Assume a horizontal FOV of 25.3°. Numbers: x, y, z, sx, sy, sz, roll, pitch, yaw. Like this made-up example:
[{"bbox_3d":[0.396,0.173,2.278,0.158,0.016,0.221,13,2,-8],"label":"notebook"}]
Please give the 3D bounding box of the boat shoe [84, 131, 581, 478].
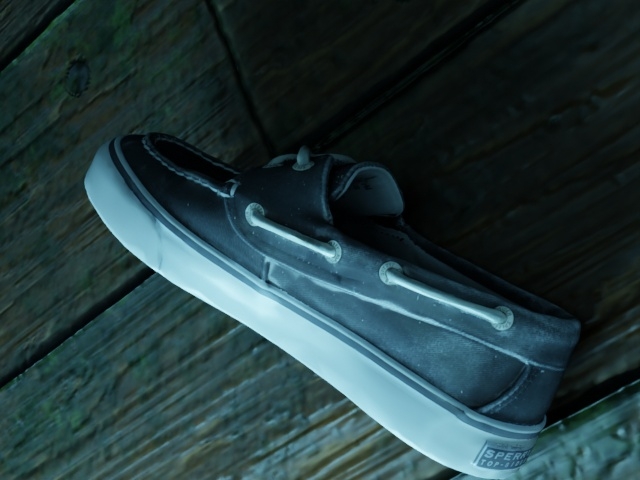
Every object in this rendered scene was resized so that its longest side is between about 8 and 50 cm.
[{"bbox_3d":[0.000,0.000,0.738,0.301,0.108,0.102,34,109,33],"label":"boat shoe"}]
